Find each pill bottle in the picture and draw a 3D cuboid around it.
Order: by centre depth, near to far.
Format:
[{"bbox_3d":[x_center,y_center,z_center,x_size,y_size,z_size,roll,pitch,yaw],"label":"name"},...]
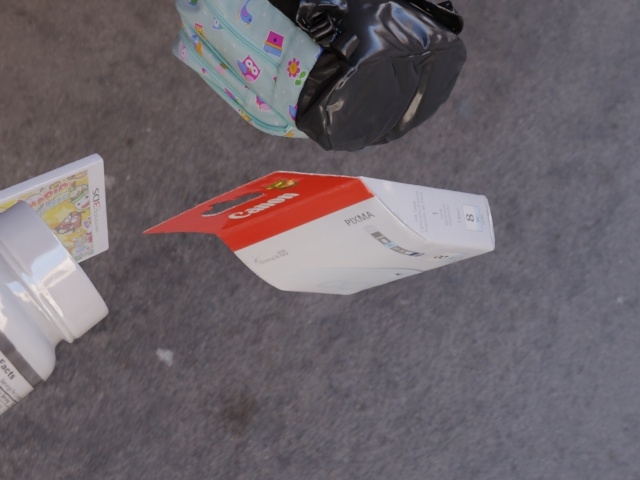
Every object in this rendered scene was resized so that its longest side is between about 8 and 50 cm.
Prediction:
[{"bbox_3d":[-0.166,0.048,0.422,0.137,0.078,0.078,-39,84,-17],"label":"pill bottle"}]

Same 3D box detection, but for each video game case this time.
[{"bbox_3d":[-0.446,-0.018,1.559,0.227,0.206,0.026,-27,55,-31],"label":"video game case"}]

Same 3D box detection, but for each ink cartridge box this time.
[{"bbox_3d":[0.000,0.000,1.336,0.385,0.308,0.091,4,74,-42],"label":"ink cartridge box"}]

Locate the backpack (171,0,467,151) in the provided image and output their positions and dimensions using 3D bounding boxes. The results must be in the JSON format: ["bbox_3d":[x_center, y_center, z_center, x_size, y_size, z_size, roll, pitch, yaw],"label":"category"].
[{"bbox_3d":[-0.015,-0.137,0.628,0.182,0.115,0.152,41,30,24],"label":"backpack"}]
